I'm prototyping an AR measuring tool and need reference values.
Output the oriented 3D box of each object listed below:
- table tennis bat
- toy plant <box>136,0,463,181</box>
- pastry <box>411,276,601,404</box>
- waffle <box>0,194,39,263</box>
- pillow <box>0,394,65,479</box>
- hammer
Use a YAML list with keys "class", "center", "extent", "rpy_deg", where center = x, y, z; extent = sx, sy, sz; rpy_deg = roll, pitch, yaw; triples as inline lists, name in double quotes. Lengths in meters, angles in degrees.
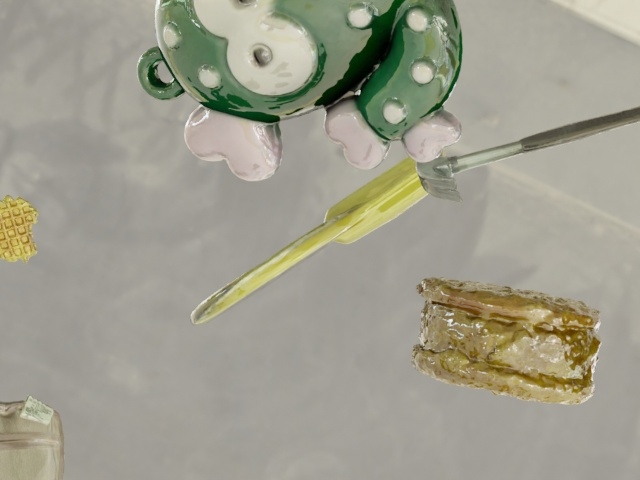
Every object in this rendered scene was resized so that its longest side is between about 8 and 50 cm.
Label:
- class: "table tennis bat"
  center: [0.000, 0.000, 1.568]
  extent: [0.054, 0.369, 0.224]
  rpy_deg: [57, -179, 2]
- class: "toy plant"
  center: [-0.021, -0.153, 0.828]
  extent: [0.243, 0.232, 0.112]
  rpy_deg: [-4, -163, 18]
- class: "pastry"
  center: [0.179, 0.097, 1.266]
  extent: [0.189, 0.103, 0.189]
  rpy_deg: [10, 180, 0]
- class: "waffle"
  center: [-0.378, -0.015, 1.584]
  extent: [0.078, 0.085, 0.016]
  rpy_deg: [14, -165, -23]
- class: "pillow"
  center: [-0.275, 0.254, 1.142]
  extent: [0.131, 0.232, 0.038]
  rpy_deg: [2, 166, -44]
- class: "hammer"
  center: [0.214, -0.094, 1.270]
  extent: [0.103, 0.246, 0.029]
  rpy_deg: [-84, -24, -57]
